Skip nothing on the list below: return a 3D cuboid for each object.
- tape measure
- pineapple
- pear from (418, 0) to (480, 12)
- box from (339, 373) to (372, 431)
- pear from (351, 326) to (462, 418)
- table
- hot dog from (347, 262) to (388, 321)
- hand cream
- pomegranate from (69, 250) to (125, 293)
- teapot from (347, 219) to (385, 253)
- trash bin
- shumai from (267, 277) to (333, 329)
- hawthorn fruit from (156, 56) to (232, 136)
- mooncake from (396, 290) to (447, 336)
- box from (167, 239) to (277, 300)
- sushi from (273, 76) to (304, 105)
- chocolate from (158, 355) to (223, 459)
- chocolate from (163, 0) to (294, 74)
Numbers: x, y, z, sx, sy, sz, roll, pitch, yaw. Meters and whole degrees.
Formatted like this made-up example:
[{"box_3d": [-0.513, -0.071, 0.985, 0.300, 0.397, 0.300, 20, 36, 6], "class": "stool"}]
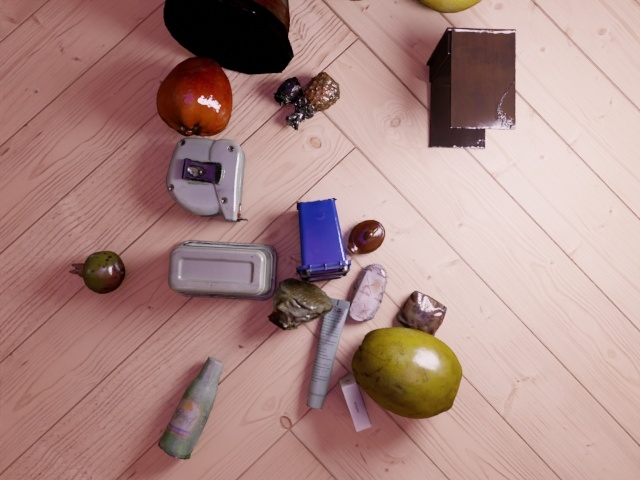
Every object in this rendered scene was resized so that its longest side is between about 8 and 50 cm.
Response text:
[{"box_3d": [-0.335, -0.183, 1.505, 0.246, 0.125, 0.243, 4, 87, -2], "class": "tape measure"}, {"box_3d": [-0.031, -0.423, 1.545, 0.198, 0.108, 0.108, -42, 89, 7], "class": "pineapple"}, {"box_3d": [0.374, -0.837, 1.477, 0.304, 0.304, 0.303, 0, 87, -1], "class": "pear"}, {"box_3d": [0.101, 0.474, 1.478, 0.051, 0.129, 0.130, -20, 88, -2], "class": "box"}, {"box_3d": [0.247, 0.368, 1.434, 0.307, 0.253, 0.252, 27, 86, 14], "class": "pear"}, {"box_3d": [0.434, -0.434, 1.478, 0.196, 0.250, 0.281, 1, 88, -2], "class": "table"}, {"box_3d": [0.145, 0.160, 1.537, 0.099, 0.053, 0.192, 21, 84, -1], "class": "hot dog"}, {"box_3d": [0.015, 0.339, 1.517, 0.085, 0.058, 0.331, 10, 87, 33], "class": "hand cream"}, {"box_3d": [-0.657, 0.101, 1.488, 0.159, 0.129, 0.129, -24, 88, 17], "class": "pomegranate"}, {"box_3d": [0.139, -0.008, 1.531, 0.129, 0.078, 0.098, -37, 88, -3], "class": "teapot"}, {"box_3d": [0.000, 0.000, 1.483, 0.163, 0.184, 0.234, -6, 82, -3], "class": "trash bin"}, {"box_3d": [-0.061, 0.213, 1.492, 0.184, 0.184, 0.141, 21, 110, 0], "class": "shumai"}, {"box_3d": [-0.362, -0.434, 1.480, 0.224, 0.224, 0.260, 8, 75, -1], "class": "hawthorn fruit"}, {"box_3d": [0.308, 0.227, 1.527, 0.130, 0.073, 0.125, 29, 88, 2], "class": "mooncake"}, {"box_3d": [-0.289, 0.087, 1.464, 0.312, 0.182, 0.175, 3, 87, -1], "class": "box"}, {"box_3d": [-0.100, -0.456, 1.547, 0.085, 0.083, 0.056, -42, 89, -4], "class": "sushi"}, {"box_3d": [-0.370, 0.487, 1.484, 0.110, 0.110, 0.291, 24, 85, 0], "class": "chocolate"}, {"box_3d": [-0.234, -0.709, 1.438, 0.384, 0.383, 0.331, 15, 80, -1], "class": "chocolate"}]
